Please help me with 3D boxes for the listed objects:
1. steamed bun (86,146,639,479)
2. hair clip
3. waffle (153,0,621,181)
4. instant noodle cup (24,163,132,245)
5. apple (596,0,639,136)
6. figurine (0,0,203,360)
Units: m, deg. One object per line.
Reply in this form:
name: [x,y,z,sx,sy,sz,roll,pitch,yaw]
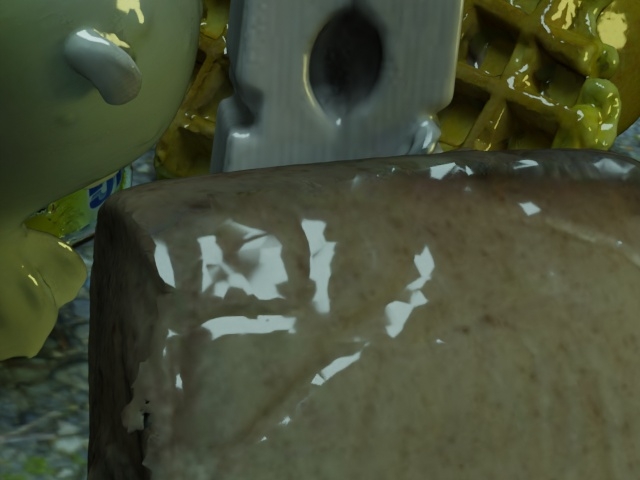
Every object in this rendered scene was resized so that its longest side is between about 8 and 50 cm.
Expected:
steamed bun: [0.032,0.125,0.667,0.252,0.301,0.199,-5,-11,-23]
hair clip: [0.000,0.001,0.770,0.101,0.330,0.085,6,20,-3]
waffle: [0.026,-0.104,1.090,0.300,0.282,0.058,55,7,33]
instant noodle cup: [-0.202,-0.101,1.079,0.205,0.153,0.205,5,28,-3]
apple: [0.133,-0.139,1.196,0.155,0.182,0.182,-5,32,-20]
figurine: [-0.224,-0.021,0.879,0.394,0.274,0.226,-36,36,-11]
